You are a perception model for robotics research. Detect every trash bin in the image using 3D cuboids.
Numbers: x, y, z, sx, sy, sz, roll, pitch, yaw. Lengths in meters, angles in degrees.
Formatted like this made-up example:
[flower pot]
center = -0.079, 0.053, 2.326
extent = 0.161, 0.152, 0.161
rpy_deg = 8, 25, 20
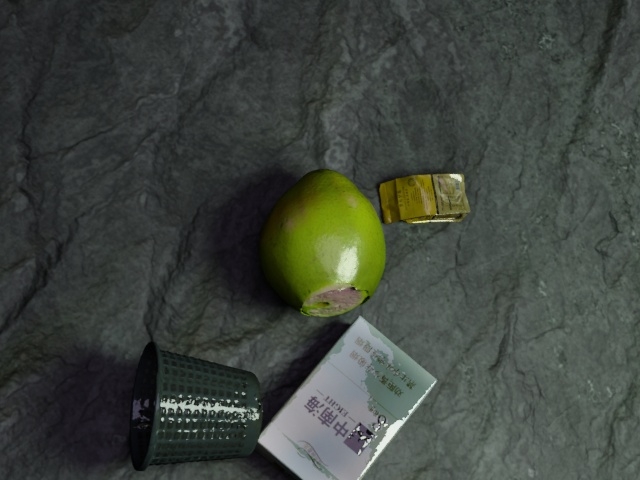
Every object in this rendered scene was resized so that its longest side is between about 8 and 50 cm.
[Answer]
[trash bin]
center = -0.169, 0.232, 1.557
extent = 0.161, 0.175, 0.175
rpy_deg = 7, 71, -20

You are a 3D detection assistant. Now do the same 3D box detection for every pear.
[pear]
center = 0.000, 0.000, 1.649
extent = 0.188, 0.187, 0.219
rpy_deg = -9, 61, -13

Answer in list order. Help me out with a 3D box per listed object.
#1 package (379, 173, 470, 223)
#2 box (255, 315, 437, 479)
[package]
center = 0.161, -0.064, 1.759
extent = 0.131, 0.047, 0.071
rpy_deg = -1, 76, -12
[box]
center = 0.034, 0.248, 1.629
extent = 0.155, 0.067, 0.243
rpy_deg = 40, 70, 6
